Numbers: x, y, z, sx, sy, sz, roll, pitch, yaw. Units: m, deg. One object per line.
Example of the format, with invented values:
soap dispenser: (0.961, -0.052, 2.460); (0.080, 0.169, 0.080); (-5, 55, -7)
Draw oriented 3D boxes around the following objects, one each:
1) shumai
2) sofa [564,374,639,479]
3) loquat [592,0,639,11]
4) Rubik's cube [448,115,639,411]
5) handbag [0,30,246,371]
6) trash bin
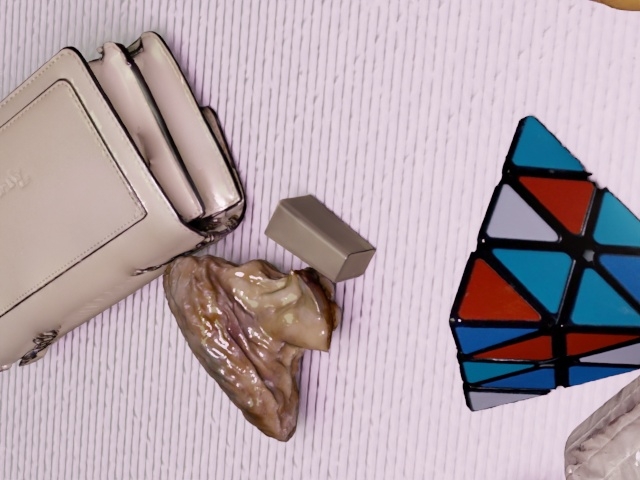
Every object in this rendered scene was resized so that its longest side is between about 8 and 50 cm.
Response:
shumai: (-0.053, 0.084, 1.463); (0.153, 0.161, 0.209); (-36, 79, 10)
sofa: (0.332, 0.163, 1.143); (0.210, 0.225, 0.176); (-44, 67, 28)
loquat: (0.242, -0.276, 1.165); (0.213, 0.213, 0.213); (5, 98, 35)
Rubik's cube: (0.239, 0.058, 1.241); (0.234, 0.250, 0.284); (13, 99, 14)
handbag: (-0.269, -0.034, 1.583); (0.358, 0.160, 0.236); (-31, 83, 34)
trash bin: (0.000, 0.000, 1.454); (0.092, 0.061, 0.043); (39, 115, 23)
